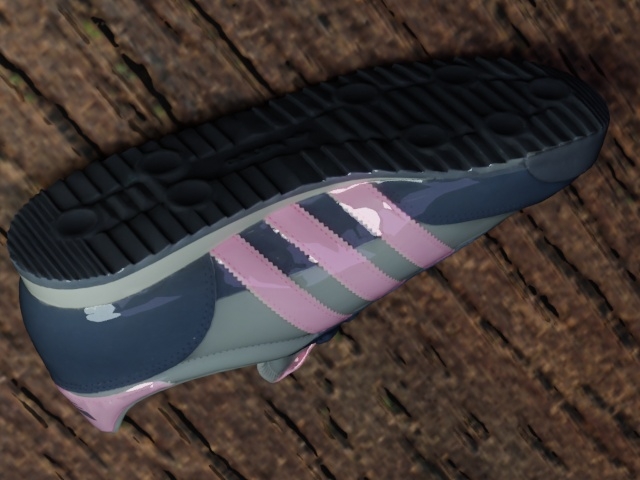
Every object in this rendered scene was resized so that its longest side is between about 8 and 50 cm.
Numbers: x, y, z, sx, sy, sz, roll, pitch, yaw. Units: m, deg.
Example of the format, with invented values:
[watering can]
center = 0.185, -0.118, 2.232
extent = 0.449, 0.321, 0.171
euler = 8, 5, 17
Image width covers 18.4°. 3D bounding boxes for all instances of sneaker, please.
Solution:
[sneaker]
center = 0.000, 0.000, 1.020
extent = 0.319, 0.112, 0.131
euler = -16, 129, -14
